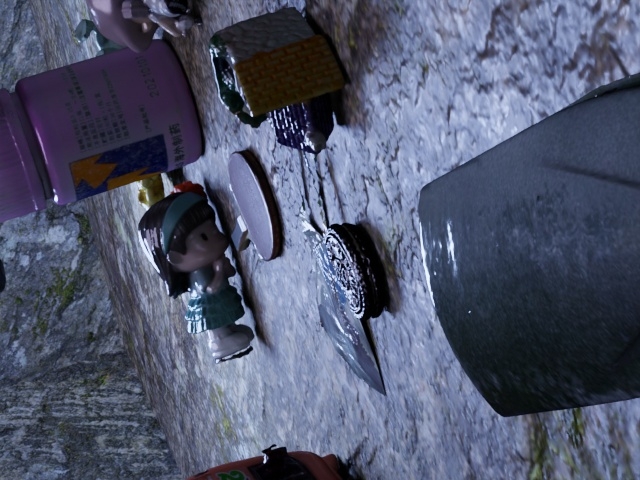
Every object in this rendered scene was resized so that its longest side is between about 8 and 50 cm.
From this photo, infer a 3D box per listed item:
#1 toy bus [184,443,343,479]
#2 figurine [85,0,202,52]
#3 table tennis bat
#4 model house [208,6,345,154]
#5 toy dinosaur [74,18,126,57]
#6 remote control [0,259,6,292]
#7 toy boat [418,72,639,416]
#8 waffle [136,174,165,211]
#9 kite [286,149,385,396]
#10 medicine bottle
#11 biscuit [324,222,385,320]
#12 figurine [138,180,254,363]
[{"bbox_3d":[-0.006,0.411,1.382,0.427,0.233,0.203,-134,29,-54],"label":"toy bus"},{"bbox_3d":[-0.214,-0.290,1.500,0.229,0.112,0.137,17,121,60],"label":"figurine"},{"bbox_3d":[-0.083,-0.030,1.508,0.220,0.019,0.130,120,129,-70],"label":"table tennis bat"},{"bbox_3d":[-0.033,-0.122,1.064,0.101,0.087,0.100,80,165,-44],"label":"model house"},{"bbox_3d":[-0.306,-0.303,1.822,0.129,0.076,0.383,-28,-75,-63],"label":"toy dinosaur"},{"bbox_3d":[-0.476,-0.094,1.659,0.107,0.044,0.378,-118,17,-45],"label":"remote control"},{"bbox_3d":[0.143,0.001,0.575,0.141,0.092,0.319,71,159,4],"label":"toy boat"},{"bbox_3d":[-0.291,-0.155,1.991,0.238,0.058,0.243,-125,17,-73],"label":"waffle"},{"bbox_3d":[-0.002,0.001,1.254,0.169,0.015,0.310,-139,32,-65],"label":"kite"},{"bbox_3d":[-0.319,-0.146,1.692,0.178,0.290,0.178,160,90,-75],"label":"medicine bottle"},{"bbox_3d":[0.031,0.027,1.137,0.087,0.027,0.089,-134,28,-57],"label":"biscuit"},{"bbox_3d":[-0.166,0.045,1.756,0.138,0.110,0.246,-63,-48,-76],"label":"figurine"}]
